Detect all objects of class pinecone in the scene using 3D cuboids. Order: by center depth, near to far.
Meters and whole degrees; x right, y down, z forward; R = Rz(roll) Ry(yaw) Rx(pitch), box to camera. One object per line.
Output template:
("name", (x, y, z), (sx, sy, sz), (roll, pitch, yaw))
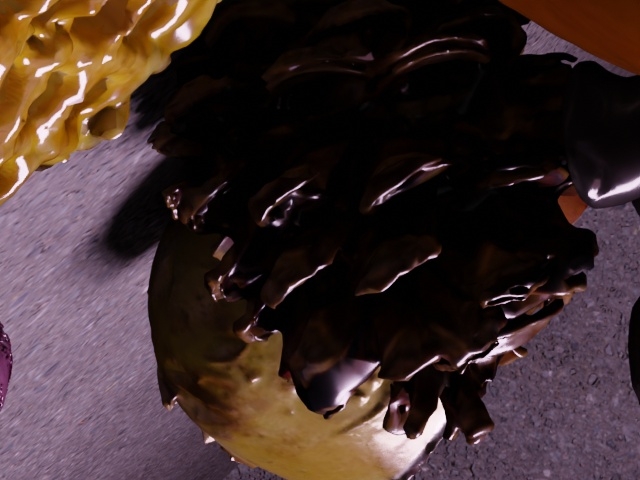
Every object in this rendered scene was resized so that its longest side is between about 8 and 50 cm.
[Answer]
("pinecone", (0.041, -0.031, 1.030), (0.243, 0.257, 0.243), (-33, 154, -18))

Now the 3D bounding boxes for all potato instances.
("potato", (0.000, 0.000, 1.255), (0.246, 0.196, 0.300), (-13, -126, 58))

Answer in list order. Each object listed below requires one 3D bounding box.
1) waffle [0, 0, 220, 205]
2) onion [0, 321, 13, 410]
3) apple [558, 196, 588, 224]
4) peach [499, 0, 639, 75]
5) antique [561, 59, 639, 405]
("waffle", (-0.072, -0.116, 0.618), (0.329, 0.062, 0.329), (-49, 170, -11))
("onion", (-0.206, 0.065, 0.938), (0.115, 0.104, 0.115), (-26, -149, 17))
("apple", (0.081, -0.029, 1.525), (0.251, 0.163, 0.293), (-48, -173, -8))
("peach", (0.117, -0.190, 0.338), (0.343, 0.343, 0.302), (-43, -145, 12))
("antique", (0.262, -0.072, 0.968), (0.255, 0.322, 0.185), (-7, -153, 27))
